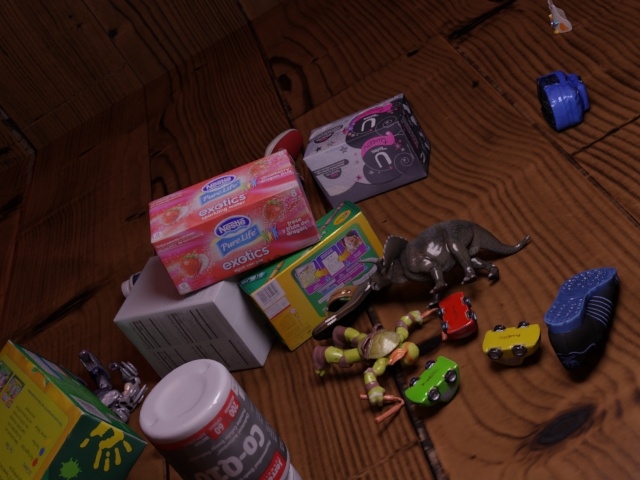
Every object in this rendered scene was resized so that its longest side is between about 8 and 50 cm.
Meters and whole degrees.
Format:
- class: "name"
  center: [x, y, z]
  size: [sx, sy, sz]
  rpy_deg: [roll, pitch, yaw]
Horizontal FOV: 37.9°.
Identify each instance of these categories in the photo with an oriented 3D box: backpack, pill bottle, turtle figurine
- class: "backpack"
  center: [0.515, -0.299, 1.973]
  size: [0.101, 0.098, 0.120]
  rpy_deg: [-20, 32, 15]
- class: "pill bottle"
  center: [-0.149, 0.339, 1.494]
  size: [0.161, 0.283, 0.161]
  rpy_deg: [-23, 32, 16]
- class: "turtle figurine"
  center: [0.090, 0.205, 1.657]
  size: [0.217, 0.087, 0.269]
  rpy_deg: [-4, 41, 40]
- class: "pill bottle"
  center: [-0.430, 0.105, 2.308]
  size: [0.120, 0.067, 0.067]
  rpy_deg: [-22, 32, 19]

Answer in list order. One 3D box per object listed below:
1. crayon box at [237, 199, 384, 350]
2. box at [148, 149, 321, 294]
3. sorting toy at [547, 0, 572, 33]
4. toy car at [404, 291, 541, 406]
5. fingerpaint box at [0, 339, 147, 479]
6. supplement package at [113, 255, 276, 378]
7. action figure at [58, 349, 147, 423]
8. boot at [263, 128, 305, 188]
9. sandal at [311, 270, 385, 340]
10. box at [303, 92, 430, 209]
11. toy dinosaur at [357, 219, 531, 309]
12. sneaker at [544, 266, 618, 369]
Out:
- class: "crayon box"
  center: [-0.003, 0.070, 1.862]
  size: [0.278, 0.165, 0.081]
  rpy_deg: [-37, 31, -7]
- class: "box"
  center: [-0.169, -0.038, 1.817]
  size: [0.300, 0.142, 0.154]
  rpy_deg: [-21, 35, 2]
- class: "sorting toy"
  center: [0.583, -0.559, 2.304]
  size: [0.045, 0.075, 0.083]
  rpy_deg: [-24, 31, 15]
- class: "toy car"
  center: [0.234, 0.201, 1.563]
  size: [0.225, 0.053, 0.239]
  rpy_deg: [-43, 31, -16]
- class: "fingerpaint box"
  center: [-0.571, 0.441, 1.782]
  size: [0.445, 0.163, 0.371]
  rpy_deg: [18, 74, 53]
- class: "supplement package"
  center: [-0.243, 0.144, 1.946]
  size: [0.263, 0.198, 0.199]
  rpy_deg: [-13, 36, 30]
- class: "action figure"
  center: [-0.483, 0.331, 2.010]
  size: [0.185, 0.099, 0.285]
  rpy_deg: [-39, 33, -19]
- class: "boot"
  center: [-0.075, -0.186, 2.381]
  size: [0.176, 0.088, 0.244]
  rpy_deg: [4, 54, 45]
- class: "sandal"
  center: [0.055, 0.113, 1.809]
  size: [0.060, 0.090, 0.219]
  rpy_deg: [39, 68, 17]
- class: "box"
  center: [0.108, -0.203, 2.150]
  size: [0.247, 0.163, 0.142]
  rpy_deg: [-20, 31, 22]
- class: "toy dinosaur"
  center: [0.231, 0.022, 1.718]
  size: [0.314, 0.121, 0.160]
  rpy_deg: [-26, 64, 3]
- class: "sneaker"
  center: [0.422, 0.121, 1.488]
  size: [0.081, 0.090, 0.232]
  rpy_deg: [-7, 18, 39]
